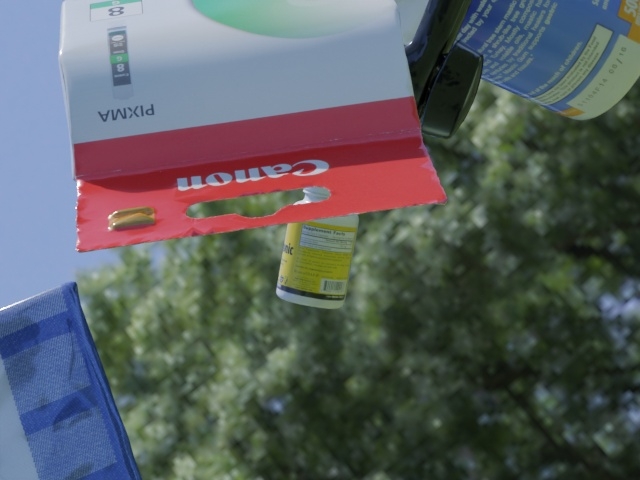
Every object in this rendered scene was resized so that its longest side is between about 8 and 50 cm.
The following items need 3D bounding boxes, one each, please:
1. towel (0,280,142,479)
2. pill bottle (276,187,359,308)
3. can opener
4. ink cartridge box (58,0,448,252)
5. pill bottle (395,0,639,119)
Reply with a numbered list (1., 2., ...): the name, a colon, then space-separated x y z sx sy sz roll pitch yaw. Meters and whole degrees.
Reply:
1. towel: -0.252 0.168 1.086 0.285 0.209 0.034 -24 -24 1
2. pill bottle: 0.000 0.000 1.586 0.065 0.065 0.116 3 -81 -53
3. can opener: 0.096 -0.170 1.282 0.059 0.073 0.186 -67 -5 -82
4. ink cartridge box: -0.042 -0.077 0.889 0.181 0.224 0.056 -8 -63 -3
5. pill bottle: 0.147 -0.220 1.510 0.272 0.152 0.152 21 -59 -22
